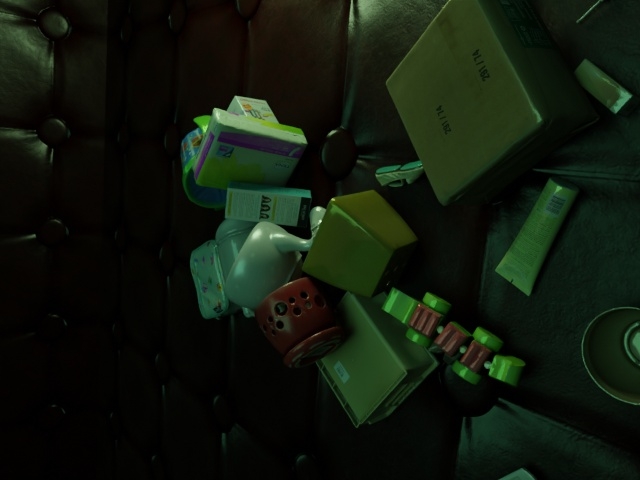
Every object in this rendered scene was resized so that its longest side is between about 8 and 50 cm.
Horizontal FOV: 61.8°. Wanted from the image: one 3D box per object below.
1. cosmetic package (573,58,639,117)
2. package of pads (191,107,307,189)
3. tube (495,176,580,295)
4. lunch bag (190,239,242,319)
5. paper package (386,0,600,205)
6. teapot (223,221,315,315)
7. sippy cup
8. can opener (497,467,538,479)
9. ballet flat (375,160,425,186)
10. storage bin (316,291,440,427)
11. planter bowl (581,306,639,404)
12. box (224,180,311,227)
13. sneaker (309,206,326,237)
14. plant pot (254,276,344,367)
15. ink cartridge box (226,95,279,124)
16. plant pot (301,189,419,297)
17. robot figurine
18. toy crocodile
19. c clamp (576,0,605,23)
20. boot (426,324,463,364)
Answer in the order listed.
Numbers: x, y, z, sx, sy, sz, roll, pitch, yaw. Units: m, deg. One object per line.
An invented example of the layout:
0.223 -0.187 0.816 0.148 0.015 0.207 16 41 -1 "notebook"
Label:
0.518 -0.276 0.970 0.041 0.060 0.115 -56 53 34 "cosmetic package"
-0.212 -0.246 1.592 0.229 0.296 0.101 -58 41 33 "package of pads"
0.437 -0.010 1.082 0.070 0.062 0.240 -78 5 -63 "tube"
-0.374 0.146 1.930 0.224 0.107 0.280 -23 76 45 "lunch bag"
0.322 -0.282 1.069 0.309 0.168 0.325 -45 59 52 "paper package"
-0.130 0.089 1.429 0.253 0.186 0.256 -63 1 -8 "teapot"
-0.378 -0.268 1.842 0.306 0.239 0.224 -55 43 23 "sippy cup"
0.369 0.579 1.168 0.280 0.093 0.074 -53 56 41 "can opener"
0.209 -0.164 1.329 0.168 0.057 0.053 -1 120 51 "ballet flat"
0.123 0.301 1.389 0.262 0.123 0.260 54 129 30 "storage bin"
0.554 0.190 0.921 0.162 0.109 0.162 3 93 47 "planter bowl"
-0.154 -0.107 1.575 0.060 0.244 0.101 -100 18 -61 "box"
0.000 0.000 1.525 0.080 0.094 0.213 -34 67 44 "sneaker"
-0.048 0.214 1.344 0.191 0.191 0.174 -48 62 38 "plant pot"
-0.218 -0.353 1.715 0.127 0.128 0.176 -51 57 36 "ink cartridge box"
0.116 0.019 1.333 0.187 0.212 0.212 35 118 25 "plant pot"
-0.214 0.057 1.682 0.300 0.199 0.354 -40 63 56 "robot figurine"
0.284 0.211 1.177 0.340 0.105 0.115 34 97 26 "toy crocodile"
0.505 -0.515 0.997 0.137 0.022 0.161 -35 66 41 "c clamp"
0.294 0.233 1.264 0.118 0.042 0.087 35 110 40 "boot"
